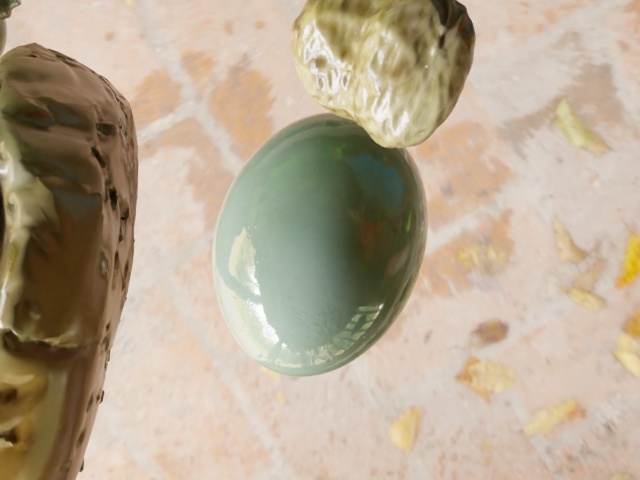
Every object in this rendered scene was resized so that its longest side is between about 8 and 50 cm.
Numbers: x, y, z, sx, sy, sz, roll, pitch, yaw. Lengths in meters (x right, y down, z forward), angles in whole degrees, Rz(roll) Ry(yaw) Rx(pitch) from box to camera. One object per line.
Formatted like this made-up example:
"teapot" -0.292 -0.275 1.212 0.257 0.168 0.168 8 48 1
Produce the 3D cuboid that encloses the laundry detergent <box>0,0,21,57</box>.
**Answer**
"laundry detergent" -0.521 -0.277 1.800 0.253 0.181 0.091 -22 54 4

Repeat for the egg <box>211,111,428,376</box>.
"egg" 0.000 0.000 1.758 0.276 0.389 0.276 11 145 8

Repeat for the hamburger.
"hamburger" -0.169 0.033 0.645 0.144 0.283 0.259 10 117 -16

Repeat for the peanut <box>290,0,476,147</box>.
"peanut" 0.069 -0.224 1.594 0.233 0.110 0.196 30 106 31
